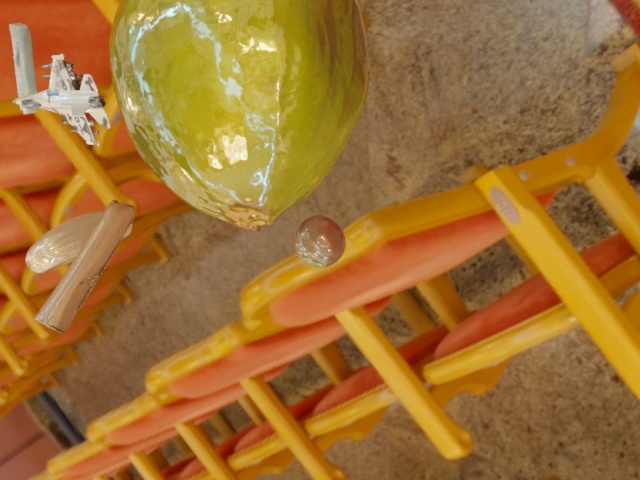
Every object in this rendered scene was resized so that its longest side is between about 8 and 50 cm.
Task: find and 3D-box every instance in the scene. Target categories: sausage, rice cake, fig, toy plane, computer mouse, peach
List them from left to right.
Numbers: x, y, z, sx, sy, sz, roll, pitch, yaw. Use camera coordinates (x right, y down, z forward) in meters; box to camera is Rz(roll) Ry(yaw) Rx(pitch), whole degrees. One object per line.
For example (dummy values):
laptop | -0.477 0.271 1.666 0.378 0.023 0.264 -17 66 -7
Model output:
rice cake | -0.593 -0.340 1.545 0.030 0.042 0.180 21 122 31
toy plane | -0.420 -0.232 1.273 0.234 0.082 0.160 17 133 42
computer mouse | -0.517 -0.006 1.658 0.145 0.236 0.082 -23 94 58
sausage | -0.181 0.018 0.604 0.026 0.116 0.026 22 158 10
fig | -0.097 -0.191 0.960 0.343 0.343 0.343 26 133 32
peach | -0.001 0.000 1.188 0.083 0.083 0.083 26 133 32
